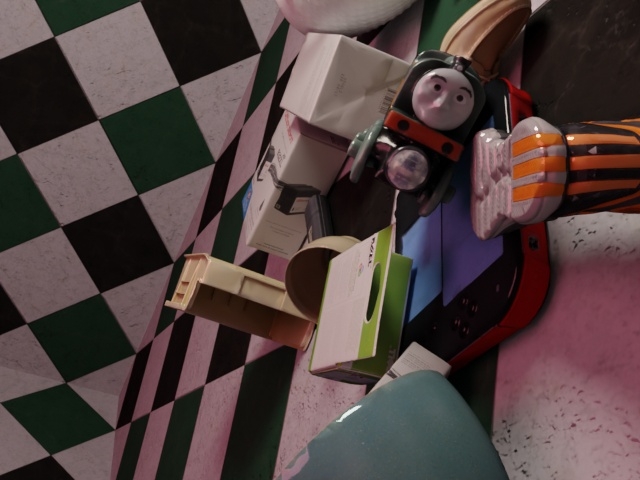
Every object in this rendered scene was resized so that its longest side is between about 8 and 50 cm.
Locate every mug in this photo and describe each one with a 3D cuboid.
[{"bbox_3d":[0.046,-0.563,1.569,0.328,0.374,0.276,3,106,61],"label":"mug"}]

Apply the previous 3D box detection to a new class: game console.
[{"bbox_3d":[0.186,-0.002,1.088,0.342,0.060,0.387,-48,29,49],"label":"game console"}]

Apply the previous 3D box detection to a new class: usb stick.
[{"bbox_3d":[0.000,0.000,1.629,0.077,0.045,0.278,-59,22,30],"label":"usb stick"}]

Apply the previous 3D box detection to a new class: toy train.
[{"bbox_3d":[0.132,-0.152,1.005,0.190,0.142,0.334,-64,-1,14],"label":"toy train"}]

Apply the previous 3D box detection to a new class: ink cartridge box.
[{"bbox_3d":[0.094,0.217,0.972,0.150,0.063,0.109,-40,-28,-39],"label":"ink cartridge box"},{"bbox_3d":[0.080,0.101,1.111,0.255,0.097,0.189,146,138,-67],"label":"ink cartridge box"},{"bbox_3d":[-0.067,-0.146,1.829,0.307,0.129,0.223,-62,20,25],"label":"ink cartridge box"}]

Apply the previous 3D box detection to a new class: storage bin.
[{"bbox_3d":[-0.164,0.127,1.631,0.260,0.262,0.123,-4,66,70],"label":"storage bin"}]

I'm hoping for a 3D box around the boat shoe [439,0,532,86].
[{"bbox_3d":[0.224,-0.246,1.172,0.302,0.109,0.098,-50,58,42],"label":"boat shoe"}]

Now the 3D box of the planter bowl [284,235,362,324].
[{"bbox_3d":[0.031,0.057,1.348,0.162,0.162,0.109,-57,-3,36],"label":"planter bowl"}]

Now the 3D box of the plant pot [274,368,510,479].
[{"bbox_3d":[0.092,0.306,0.788,0.195,0.290,0.290,43,118,32],"label":"plant pot"}]

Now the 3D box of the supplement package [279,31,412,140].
[{"bbox_3d":[0.050,-0.310,1.586,0.293,0.175,0.178,-130,60,-69],"label":"supplement package"}]

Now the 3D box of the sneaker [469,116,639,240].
[{"bbox_3d":[0.261,-0.059,0.795,0.321,0.180,0.125,-116,25,-85],"label":"sneaker"}]
